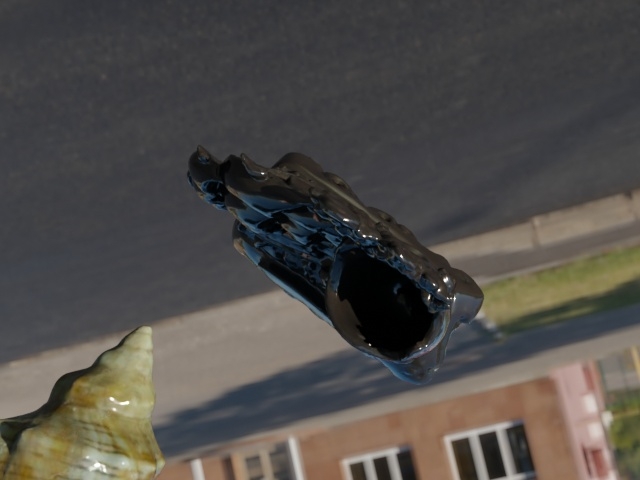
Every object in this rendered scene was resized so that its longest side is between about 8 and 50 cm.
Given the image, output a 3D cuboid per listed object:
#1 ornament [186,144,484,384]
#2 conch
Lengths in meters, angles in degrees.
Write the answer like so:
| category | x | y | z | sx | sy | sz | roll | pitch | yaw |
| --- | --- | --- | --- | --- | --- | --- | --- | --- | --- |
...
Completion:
| category | x | y | z | sx | sy | sz | roll | pitch | yaw |
| --- | --- | --- | --- | --- | --- | --- | --- | --- | --- |
| ornament | 0.000 | 0.000 | 0.940 | 0.106 | 0.251 | 0.260 | -54 | 160 | 0 |
| conch | -0.189 | 0.252 | 0.981 | 0.169 | 0.386 | 0.203 | 10 | 173 | -27 |
